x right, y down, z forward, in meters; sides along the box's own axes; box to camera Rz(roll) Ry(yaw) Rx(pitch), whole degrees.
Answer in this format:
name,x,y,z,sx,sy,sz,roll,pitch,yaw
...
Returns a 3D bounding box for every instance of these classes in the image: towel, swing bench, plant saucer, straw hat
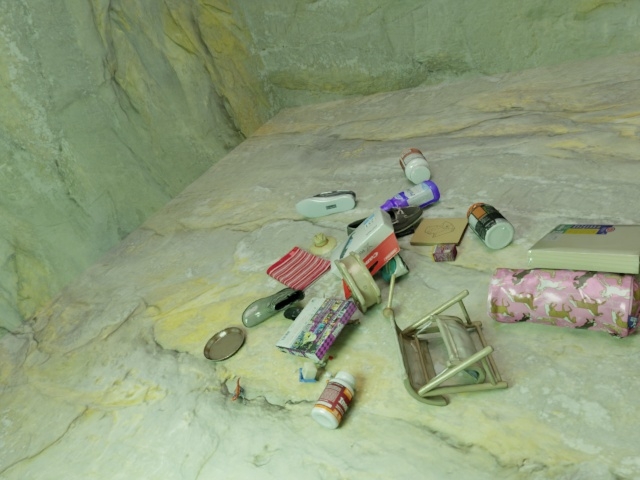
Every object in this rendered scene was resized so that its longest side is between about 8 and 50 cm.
name,x,y,z,sx,sy,sz,roll,pitch,yaw
towel,-0.094,0.118,2.120,0.199,0.031,0.275,-39,34,-22
swing bench,0.347,0.308,1.395,0.255,0.165,0.253,-23,30,13
plant saucer,-0.360,0.397,1.870,0.168,0.029,0.168,-17,30,10
straw hat,0.000,0.000,2.210,0.144,0.061,0.144,-17,31,10

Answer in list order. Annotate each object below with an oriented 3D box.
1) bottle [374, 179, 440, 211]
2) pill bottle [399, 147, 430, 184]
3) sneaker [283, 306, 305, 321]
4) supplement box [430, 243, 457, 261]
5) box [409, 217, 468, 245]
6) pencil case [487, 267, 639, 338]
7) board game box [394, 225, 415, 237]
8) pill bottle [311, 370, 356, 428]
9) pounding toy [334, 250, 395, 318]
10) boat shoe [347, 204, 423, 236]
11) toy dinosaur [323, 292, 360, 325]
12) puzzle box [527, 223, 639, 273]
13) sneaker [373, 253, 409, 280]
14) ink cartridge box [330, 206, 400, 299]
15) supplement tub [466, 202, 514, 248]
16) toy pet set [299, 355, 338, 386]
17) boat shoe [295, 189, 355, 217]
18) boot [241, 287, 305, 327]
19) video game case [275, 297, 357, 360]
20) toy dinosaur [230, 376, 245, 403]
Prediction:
name,x,y,z,sx,sy,sz,roll,pitch,yaw
bottle,0.379,-0.168,2.179,0.283,0.092,0.118,-25,26,-2
pill bottle,0.459,-0.356,2.391,0.121,0.121,0.216,-19,31,8
sneaker,-0.070,0.288,1.816,0.170,0.051,0.089,-6,30,22
supplement box,0.459,0.046,1.837,0.083,0.043,0.055,-3,36,33
box,0.477,-0.036,1.976,0.201,0.021,0.164,0,38,36
pencil case,0.669,0.166,1.386,0.386,0.160,0.167,2,55,37
board game box,0.300,-0.047,2.110,0.186,0.026,0.126,-18,31,10
pill bottle,0.044,0.459,1.436,0.086,0.086,0.152,1,39,36
pounding toy,0.176,0.152,1.739,0.155,0.269,0.154,-28,-9,-8
boat shoe,0.268,-0.080,2.061,0.335,0.095,0.112,-24,31,-1
toy dinosaur,0.048,0.275,1.764,0.112,0.064,0.211,-28,38,-36
puzzle box,0.811,0.013,1.474,0.272,0.052,0.409,2,13,38
sneaker,0.242,0.060,1.916,0.110,0.107,0.275,-34,28,5
ink cartridge box,0.161,0.044,1.898,0.296,0.066,0.261,-45,23,22
supplement tub,0.618,-0.060,1.821,0.117,0.117,0.190,-22,30,4
toy pet set,-0.004,0.430,1.565,0.114,0.065,0.122,6,27,-19
boat shoe,0.028,-0.193,2.450,0.301,0.108,0.102,-10,33,18
boot,-0.183,0.247,1.868,0.246,0.083,0.161,-31,3,-14
video game case,-0.015,0.291,1.668,0.210,0.042,0.232,-3,39,49
toy dinosaur,-0.277,0.495,1.616,0.047,0.090,0.082,-15,-14,-5
